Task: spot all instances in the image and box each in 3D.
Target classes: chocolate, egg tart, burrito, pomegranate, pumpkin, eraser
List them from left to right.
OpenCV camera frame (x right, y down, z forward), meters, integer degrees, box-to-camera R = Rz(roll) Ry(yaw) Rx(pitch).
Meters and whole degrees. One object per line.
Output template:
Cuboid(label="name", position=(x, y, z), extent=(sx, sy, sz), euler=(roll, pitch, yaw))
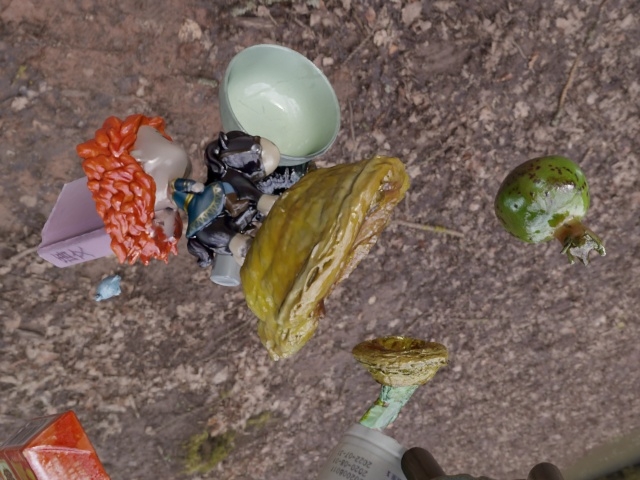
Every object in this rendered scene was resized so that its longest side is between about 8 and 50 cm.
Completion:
Cuboid(label="chocolate", position=(-0.500, 0.455, 0.991), extent=(0.237, 0.108, 0.234), euler=(-23, 96, 39))
Cuboid(label="eraser", position=(-0.665, -0.082, 1.584), extent=(0.359, 0.272, 0.122), euler=(-13, 143, 28))
Cuboid(label="pumpkin", position=(-0.111, -0.142, 1.550), extent=(0.248, 0.248, 0.248), euler=(-4, 139, -4))
Cuboid(label="egg tart", position=(0.000, 0.000, 0.795), extent=(0.153, 0.339, 0.351), euler=(36, 157, 6))
Cuboid(label="burrito", position=(0.172, 0.381, 1.290), extent=(0.104, 0.054, 0.288), euler=(39, 90, -34))
Cuboid(label="egg tart", position=(0.104, 0.153, 0.663), extent=(0.130, 0.052, 0.130), euler=(-2, 179, 0))
Cuboid(label="pomegranate", position=(0.549, -0.067, 1.294), extent=(0.231, 0.286, 0.231), euler=(0, 155, 0))

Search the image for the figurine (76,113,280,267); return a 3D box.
Cuboid(label="figurine", position=(-0.260, -0.100, 1.022), extent=(0.412, 0.306, 0.241), euler=(2, 174, 7))

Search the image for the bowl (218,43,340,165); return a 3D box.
Cuboid(label="bowl", position=(-0.117, -0.316, 1.301), extent=(0.307, 0.307, 0.163), euler=(18, 158, -26))

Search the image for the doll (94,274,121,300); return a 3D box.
Cuboid(label="doll", position=(-0.794, 0.183, 1.993), extent=(0.075, 0.120, 0.180), euler=(36, 170, -2))

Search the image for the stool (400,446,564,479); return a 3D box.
Cuboid(label="stool", position=(0.249, 0.472, 0.743), extent=(0.310, 0.310, 0.226), euler=(6, 172, -2))

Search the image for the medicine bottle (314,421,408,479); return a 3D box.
Cuboid(label="medicine bottle", position=(0.043, 0.503, 0.884), extent=(0.190, 0.332, 0.190), euler=(28, 149, 18))

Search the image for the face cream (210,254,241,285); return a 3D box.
Cuboid(label="face cream", position=(-0.298, 0.022, 1.768), extent=(0.101, 0.251, 0.101), euler=(8, 158, 3))
